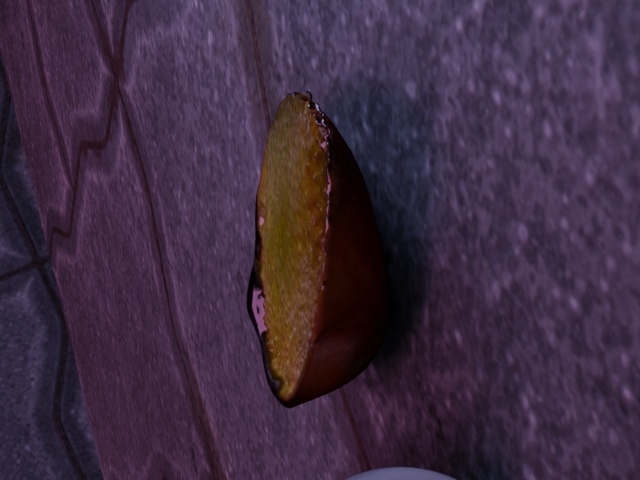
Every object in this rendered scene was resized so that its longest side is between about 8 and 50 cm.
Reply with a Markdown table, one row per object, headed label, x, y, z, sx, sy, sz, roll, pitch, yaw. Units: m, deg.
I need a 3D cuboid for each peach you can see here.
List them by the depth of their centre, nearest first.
| label | x | y | z | sx | sy | sz | roll | pitch | yaw |
| --- | --- | --- | --- | --- | --- | --- | --- | --- | --- |
| peach | 0.003 | 0.000 | 0.762 | 0.279 | 0.068 | 0.189 | 115 | 146 | -62 |

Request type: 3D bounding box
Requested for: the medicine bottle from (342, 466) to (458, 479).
| label | x | y | z | sx | sy | sz | roll | pitch | yaw |
| --- | --- | --- | --- | --- | --- | --- | --- | --- | --- |
| medicine bottle | 0.013 | 0.242 | 0.741 | 0.289 | 0.157 | 0.157 | 128 | 127 | -64 |
